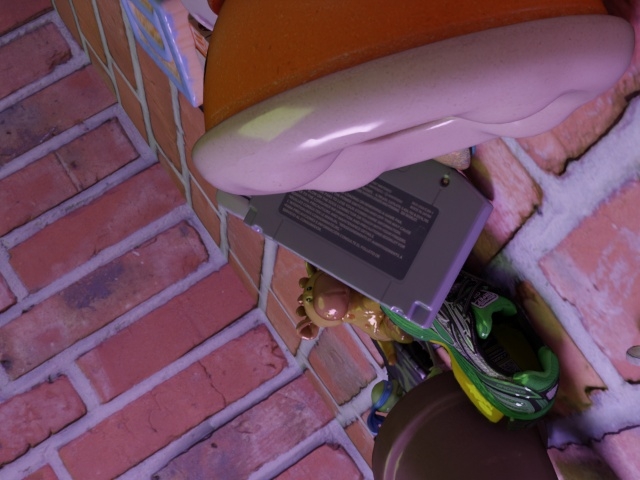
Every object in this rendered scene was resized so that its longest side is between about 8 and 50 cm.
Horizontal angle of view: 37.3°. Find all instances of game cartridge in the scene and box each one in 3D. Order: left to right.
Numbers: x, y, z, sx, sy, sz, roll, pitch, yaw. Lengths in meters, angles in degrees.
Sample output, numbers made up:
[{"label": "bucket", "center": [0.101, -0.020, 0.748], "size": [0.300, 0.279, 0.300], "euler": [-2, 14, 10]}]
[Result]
[{"label": "game cartridge", "center": [0.058, -0.043, 1.180], "size": [0.294, 0.196, 0.060], "euler": [30, -173, 28]}]

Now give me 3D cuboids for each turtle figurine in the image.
[{"label": "turtle figurine", "center": [0.230, 0.253, 1.504], "size": [0.266, 0.275, 0.198], "euler": [40, 147, -13]}]

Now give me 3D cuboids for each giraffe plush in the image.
[{"label": "giraffe plush", "center": [0.052, 0.085, 1.447], "size": [0.210, 0.170, 0.181], "euler": [107, 172, -56]}]

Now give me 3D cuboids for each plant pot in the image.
[{"label": "plant pot", "center": [0.228, 0.340, 1.294], "size": [0.263, 0.263, 0.229], "euler": [65, 174, -28]}]

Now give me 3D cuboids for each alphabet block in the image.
[{"label": "alphabet block", "center": [-0.156, -0.341, 1.304], "size": [0.192, 0.197, 0.193], "euler": [50, 164, 31]}]

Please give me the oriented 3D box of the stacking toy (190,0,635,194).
[{"label": "stacking toy", "center": [0.020, -0.294, 0.754], "size": [0.350, 0.350, 0.480], "euler": [155, 101, -76]}]

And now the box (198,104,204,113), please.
[{"label": "box", "center": [-0.167, -0.283, 1.661], "size": [0.207, 0.108, 0.153], "euler": [53, 166, 20]}]

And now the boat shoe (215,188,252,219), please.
[{"label": "boat shoe", "center": [-0.018, -0.043, 1.313], "size": [0.302, 0.094, 0.109], "euler": [22, -178, 34]}]

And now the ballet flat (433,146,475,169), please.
[{"label": "ballet flat", "center": [0.065, -0.204, 1.019], "size": [0.123, 0.123, 0.348], "euler": [38, 157, 54]}]

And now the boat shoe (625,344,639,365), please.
[{"label": "boat shoe", "center": [0.340, 0.109, 0.949], "size": [0.100, 0.035, 0.035], "euler": [180, 85, -78]}]

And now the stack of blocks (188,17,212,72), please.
[{"label": "stack of blocks", "center": [-0.055, -0.209, 1.306], "size": [0.087, 0.171, 0.297], "euler": [48, 164, 33]}]

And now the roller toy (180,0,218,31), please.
[{"label": "roller toy", "center": [-0.061, -0.311, 1.048], "size": [0.146, 0.191, 0.209], "euler": [31, 150, 60]}]

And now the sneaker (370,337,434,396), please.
[{"label": "sneaker", "center": [0.163, 0.278, 1.676], "size": [0.286, 0.130, 0.109], "euler": [55, -162, 18]}]

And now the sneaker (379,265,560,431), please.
[{"label": "sneaker", "center": [0.191, 0.081, 1.249], "size": [0.343, 0.134, 0.146], "euler": [45, 153, 20]}]
